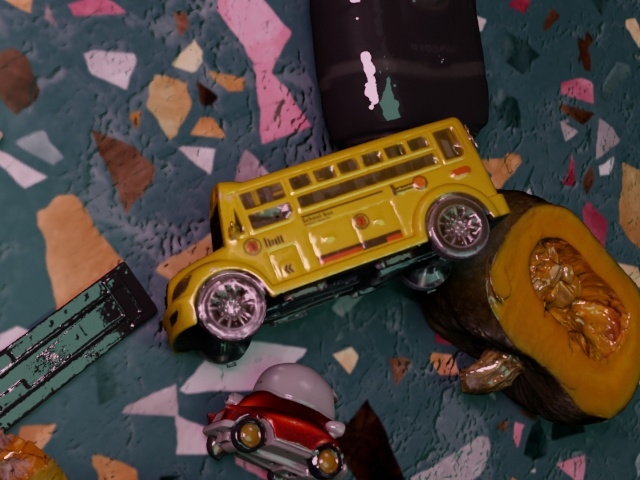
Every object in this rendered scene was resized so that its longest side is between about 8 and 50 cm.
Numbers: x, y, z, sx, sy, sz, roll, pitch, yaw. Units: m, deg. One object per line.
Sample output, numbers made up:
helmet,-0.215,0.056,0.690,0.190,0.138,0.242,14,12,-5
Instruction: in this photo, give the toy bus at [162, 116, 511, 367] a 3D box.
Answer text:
toy bus,0.000,0.000,0.886,0.330,0.144,0.152,-19,78,-15

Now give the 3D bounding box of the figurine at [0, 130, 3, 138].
figurine,-0.340,-0.131,0.753,0.187,0.083,0.083,47,67,-37

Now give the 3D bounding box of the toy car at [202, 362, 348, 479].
toy car,-0.036,0.174,0.924,0.139,0.112,0.112,27,61,-20

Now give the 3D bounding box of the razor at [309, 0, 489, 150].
razor,0.084,-0.265,0.982,0.204,0.113,0.349,-3,91,-34

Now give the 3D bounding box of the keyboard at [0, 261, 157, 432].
keyboard,-0.240,0.101,0.840,0.204,0.013,0.061,-39,110,-25

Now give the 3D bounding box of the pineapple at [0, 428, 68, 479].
pineapple,-0.249,0.234,0.771,0.079,0.135,0.233,-53,145,-43

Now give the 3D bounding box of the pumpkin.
pumpkin,0.240,0.096,1.073,0.317,0.139,0.222,47,64,-27
